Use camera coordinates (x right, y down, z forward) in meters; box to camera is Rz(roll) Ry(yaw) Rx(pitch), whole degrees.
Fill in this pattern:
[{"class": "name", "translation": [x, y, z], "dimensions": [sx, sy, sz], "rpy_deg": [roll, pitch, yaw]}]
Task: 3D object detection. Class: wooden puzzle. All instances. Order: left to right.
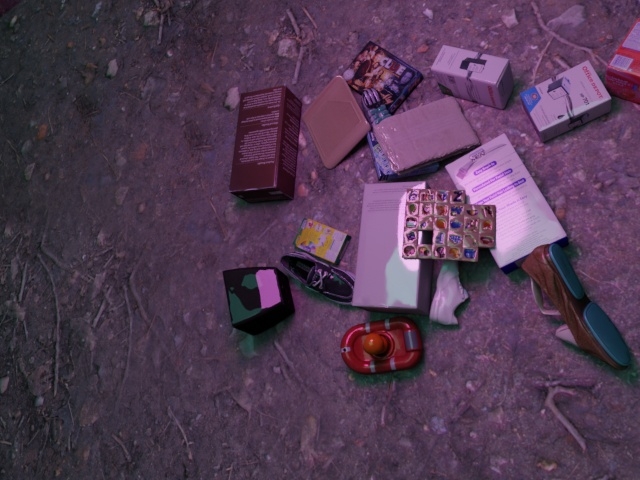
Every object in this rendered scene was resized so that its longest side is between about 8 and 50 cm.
[{"class": "wooden puzzle", "translation": [0.052, -0.395, 1.745], "dimensions": [0.221, 0.044, 0.238], "rpy_deg": [-43, 63, 36]}]

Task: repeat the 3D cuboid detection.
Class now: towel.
[{"class": "towel", "translation": [0.315, -0.313, 1.559], "dimensions": [0.283, 0.049, 0.187], "rpy_deg": [-20, 70, -6]}]

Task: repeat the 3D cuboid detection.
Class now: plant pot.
[{"class": "plant pot", "translation": [-0.187, 0.181, 1.663], "dimensions": [0.167, 0.187, 0.188], "rpy_deg": [-17, 68, 10]}]

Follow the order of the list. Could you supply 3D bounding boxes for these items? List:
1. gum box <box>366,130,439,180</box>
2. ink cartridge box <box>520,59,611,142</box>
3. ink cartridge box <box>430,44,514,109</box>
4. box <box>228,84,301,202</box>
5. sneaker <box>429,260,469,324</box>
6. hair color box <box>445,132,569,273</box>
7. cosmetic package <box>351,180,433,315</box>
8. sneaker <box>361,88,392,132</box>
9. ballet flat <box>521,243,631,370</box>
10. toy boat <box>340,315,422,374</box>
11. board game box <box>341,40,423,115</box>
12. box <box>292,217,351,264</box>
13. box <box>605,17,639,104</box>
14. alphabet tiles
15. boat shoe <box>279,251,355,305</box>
[{"class": "gum box", "translation": [0.250, -0.272, 1.592], "dimensions": [0.185, 0.041, 0.156], "rpy_deg": [-10, 70, -5]}, {"class": "ink cartridge box", "translation": [0.672, -0.381, 1.432], "dimensions": [0.191, 0.082, 0.139], "rpy_deg": [-26, 66, 20]}, {"class": "ink cartridge box", "translation": [0.451, -0.480, 1.532], "dimensions": [0.209, 0.153, 0.086], "rpy_deg": [27, 88, 29]}, {"class": "box", "translation": [-0.188, -0.334, 1.828], "dimensions": [0.191, 0.143, 0.381], "rpy_deg": [-2, 73, 26]}, {"class": "sneaker", "translation": [0.372, 0.131, 1.454], "dimensions": [0.094, 0.080, 0.212], "rpy_deg": [12, 88, 18]}, {"class": "hair color box", "translation": [0.504, -0.100, 1.424], "dimensions": [0.185, 0.110, 0.338], "rpy_deg": [-29, 66, 19]}, {"class": "cosmetic package", "translation": [0.220, 0.025, 1.505], "dimensions": [0.197, 0.155, 0.365], "rpy_deg": [2, 77, 26]}, {"class": "sneaker", "translation": [0.194, -0.377, 1.683], "dimensions": [0.083, 0.098, 0.223], "rpy_deg": [-21, 93, -6]}, {"class": "ballet flat", "translation": [0.610, 0.171, 1.279], "dimensions": [0.342, 0.116, 0.124], "rpy_deg": [57, 137, 7]}, {"class": "toy boat", "translation": [0.161, 0.294, 1.461], "dimensions": [0.231, 0.151, 0.150], "rpy_deg": [-15, 69, 23]}, {"class": "board game box", "translation": [0.201, -0.545, 1.741], "dimensions": [0.165, 0.042, 0.243], "rpy_deg": [-50, 60, 6]}, {"class": "box", "translation": [0.000, 0.000, 1.691], "dimensions": [0.179, 0.043, 0.105], "rpy_deg": [24, 88, 28]}, {"class": "box", "translation": [0.894, -0.414, 1.291], "dimensions": [0.300, 0.142, 0.154], "rpy_deg": [32, 92, 30]}, {"class": "alphabet tiles", "translation": [0.344, -0.043, 1.394], "dimensions": [0.238, 0.009, 0.198], "rpy_deg": [3, 76, 14]}, {"class": "boat shoe", "translation": [0.000, 0.114, 1.615], "dimensions": [0.301, 0.102, 0.108], "rpy_deg": [30, 101, 31]}]
